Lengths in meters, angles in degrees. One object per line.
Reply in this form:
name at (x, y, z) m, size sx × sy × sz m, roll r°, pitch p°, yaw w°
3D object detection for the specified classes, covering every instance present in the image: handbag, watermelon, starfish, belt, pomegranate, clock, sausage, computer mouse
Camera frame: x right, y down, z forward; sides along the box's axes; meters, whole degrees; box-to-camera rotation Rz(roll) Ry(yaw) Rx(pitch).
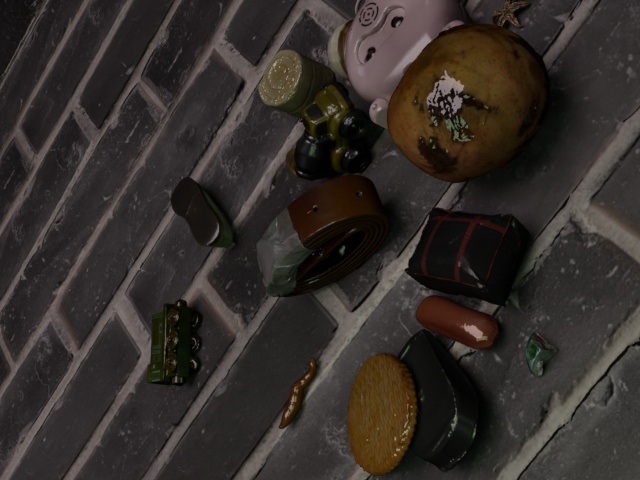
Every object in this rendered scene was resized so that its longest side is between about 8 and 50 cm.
handbag at (0.292, 0.025, 1.753) m, size 0.215 × 0.155 × 0.169 m, roll 11°, pitch 71°, yaw 44°
watermelon at (0.415, 0.216, 1.669) m, size 0.061 × 0.085 × 0.085 m, roll -7°, pitch 71°, yaw 10°
starfish at (0.398, -0.475, 1.888) m, size 0.078 × 0.028 × 0.091 m, roll 25°, pitch 100°, yaw 41°
belt at (0.000, 0.000, 1.977) m, size 0.339 × 0.217 × 0.122 m, roll -39°, pitch 54°, yaw 30°
pomegranate at (0.289, -0.265, 1.740) m, size 0.322 × 0.322 × 0.322 m, roll -14°, pitch 69°, yaw 39°
clock at (0.184, -0.439, 1.981) m, size 0.342 × 0.184 × 0.325 m, roll -41°, pitch 50°, yaw 20°
sausage at (0.273, 0.163, 1.784) m, size 0.194 × 0.077 × 0.077 m, roll 21°, pitch 92°, yaw 42°
computer mouse at (0.233, 0.317, 1.770) m, size 0.168 × 0.087 × 0.295 m, roll -60°, pitch 31°, yaw 29°

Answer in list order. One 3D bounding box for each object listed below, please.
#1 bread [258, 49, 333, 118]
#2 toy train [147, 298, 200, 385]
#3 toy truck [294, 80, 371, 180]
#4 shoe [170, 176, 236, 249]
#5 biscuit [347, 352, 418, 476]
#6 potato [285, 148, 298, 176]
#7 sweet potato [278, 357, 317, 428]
bread at (-0.055, -0.380, 2.192) m, size 0.134 × 0.141 × 0.148 m, roll 46°, pitch 111°, yaw 36°
toy train at (-0.388, 0.271, 2.338) m, size 0.137 × 0.090 × 0.225 m, roll -15°, pitch 68°, yaw 42°
toy truck at (0.013, -0.240, 2.035) m, size 0.165 × 0.224 × 0.147 m, roll -23°, pitch 56°, yaw -14°
shoe at (-0.311, -0.068, 2.363) m, size 0.103 × 0.098 × 0.275 m, roll -47°, pitch 49°, yaw 12°
biscuit at (0.126, 0.356, 1.834) m, size 0.254 × 0.035 × 0.253 m, roll -38°, pitch 46°, yaw 53°
potato at (-0.060, -0.192, 2.208) m, size 0.051 × 0.040 × 0.083 m, roll -45°, pitch 54°, yaw 17°
sweet potato at (-0.052, 0.351, 2.045) m, size 0.044 × 0.044 × 0.179 m, roll 24°, pitch 88°, yaw 43°
